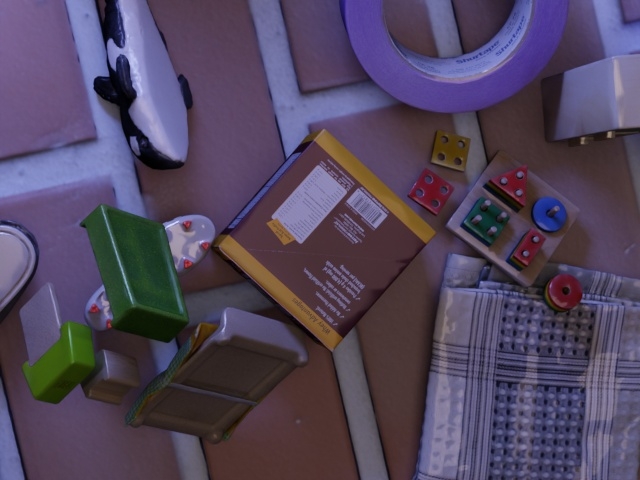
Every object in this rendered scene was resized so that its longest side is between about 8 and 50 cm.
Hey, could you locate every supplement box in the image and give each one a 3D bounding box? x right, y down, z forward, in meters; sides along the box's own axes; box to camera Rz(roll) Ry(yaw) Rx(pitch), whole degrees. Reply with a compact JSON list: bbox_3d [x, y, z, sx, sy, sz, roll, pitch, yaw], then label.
[{"bbox_3d":[0.000,0.000,1.835,0.191,0.129,0.194,43,84,-7],"label":"supplement box"}]

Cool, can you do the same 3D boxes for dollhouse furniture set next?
[{"bbox_3d":[-0.188,0.109,1.778,0.302,0.151,0.197,20,127,-43],"label":"dollhouse furniture set"}]

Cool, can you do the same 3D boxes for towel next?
[{"bbox_3d":[0.287,0.185,1.919,0.312,0.056,0.324,8,88,-9],"label":"towel"}]

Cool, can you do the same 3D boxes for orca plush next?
[{"bbox_3d":[-0.249,-0.213,1.813,0.102,0.151,0.287,-20,97,23],"label":"orca plush"}]

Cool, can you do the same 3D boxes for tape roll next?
[{"bbox_3d":[0.162,-0.299,1.827,0.275,0.090,0.274,-2,114,-5],"label":"tape roll"}]

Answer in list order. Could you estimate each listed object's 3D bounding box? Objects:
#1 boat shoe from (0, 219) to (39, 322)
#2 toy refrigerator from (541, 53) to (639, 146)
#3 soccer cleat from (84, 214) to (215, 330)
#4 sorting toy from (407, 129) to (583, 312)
[{"bbox_3d":[-0.461,0.113,1.796,0.112,0.095,0.335,42,89,-9],"label":"boat shoe"},{"bbox_3d":[0.361,-0.168,1.819,0.102,0.269,0.094,-5,92,-9],"label":"toy refrigerator"},{"bbox_3d":[-0.213,0.035,1.828,0.196,0.076,0.068,-41,101,-3],"label":"soccer cleat"},{"bbox_3d":[0.244,-0.038,1.892,0.274,0.046,0.132,37,70,-1],"label":"sorting toy"}]
